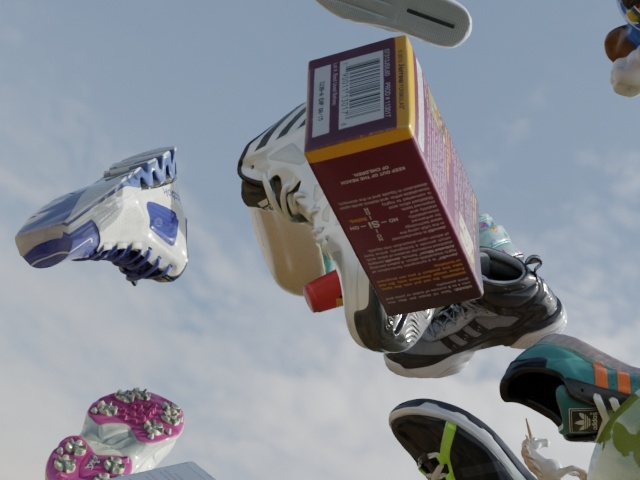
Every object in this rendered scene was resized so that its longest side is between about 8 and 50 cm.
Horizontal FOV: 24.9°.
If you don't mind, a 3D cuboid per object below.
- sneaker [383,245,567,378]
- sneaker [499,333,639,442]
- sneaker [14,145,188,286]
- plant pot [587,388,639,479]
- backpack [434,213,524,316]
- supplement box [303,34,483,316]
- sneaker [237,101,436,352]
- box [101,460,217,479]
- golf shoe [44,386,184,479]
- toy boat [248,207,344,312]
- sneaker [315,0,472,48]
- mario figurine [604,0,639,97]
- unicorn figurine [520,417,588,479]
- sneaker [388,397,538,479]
[{"bbox_3d":[0.202,0.095,2.044,0.269,0.101,0.153,-17,-55,10],"label":"sneaker"},{"bbox_3d":[0.349,0.204,1.717,0.302,0.121,0.108,17,-57,40],"label":"sneaker"},{"bbox_3d":[-0.274,-0.005,2.067,0.127,0.315,0.182,-12,-74,32],"label":"sneaker"},{"bbox_3d":[0.412,0.273,1.412,0.275,0.274,0.293,26,3,4],"label":"plant pot"},{"bbox_3d":[0.221,0.046,2.195,0.115,0.152,0.182,51,-37,13],"label":"backpack"},{"bbox_3d":[0.057,-0.044,1.085,0.081,0.104,0.188,-13,-46,16],"label":"supplement box"},{"bbox_3d":[0.018,-0.022,1.920,0.257,0.447,0.169,-16,-43,25],"label":"sneaker"},{"bbox_3d":[-0.160,0.264,1.237,0.170,0.091,0.130,-9,14,-25],"label":"box"},{"bbox_3d":[-0.269,0.286,1.823,0.115,0.306,0.140,27,-67,11],"label":"golf shoe"},{"bbox_3d":[0.000,0.000,2.223,0.318,0.148,0.267,-128,-159,-50],"label":"toy boat"},{"bbox_3d":[0.082,-0.329,1.987,0.258,0.094,0.091,26,8,-4],"label":"sneaker"},{"bbox_3d":[0.347,-0.285,1.609,0.198,0.170,0.320,50,-1,4],"label":"mario figurine"},{"bbox_3d":[0.349,0.355,2.158,0.111,0.161,0.060,7,5,12],"label":"unicorn figurine"},{"bbox_3d":[0.147,0.245,1.348,0.235,0.097,0.084,41,-34,6],"label":"sneaker"}]
